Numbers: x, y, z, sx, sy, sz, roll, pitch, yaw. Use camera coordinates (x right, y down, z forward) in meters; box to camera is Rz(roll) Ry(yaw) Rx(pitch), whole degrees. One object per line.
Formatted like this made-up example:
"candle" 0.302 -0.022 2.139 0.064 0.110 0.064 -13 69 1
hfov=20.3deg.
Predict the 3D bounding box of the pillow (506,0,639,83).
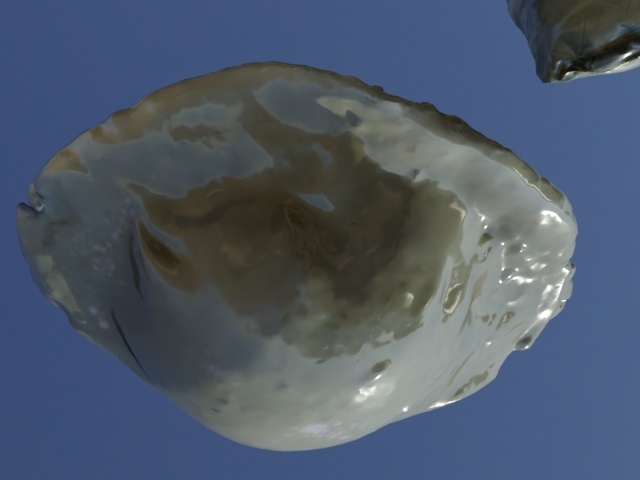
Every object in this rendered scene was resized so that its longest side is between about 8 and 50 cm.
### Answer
"pillow" 0.123 -0.137 0.742 0.051 0.128 0.229 58 -173 -28

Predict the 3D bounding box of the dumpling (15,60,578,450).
"dumpling" 0.002 -0.003 0.605 0.181 0.155 0.111 -20 -118 -24
